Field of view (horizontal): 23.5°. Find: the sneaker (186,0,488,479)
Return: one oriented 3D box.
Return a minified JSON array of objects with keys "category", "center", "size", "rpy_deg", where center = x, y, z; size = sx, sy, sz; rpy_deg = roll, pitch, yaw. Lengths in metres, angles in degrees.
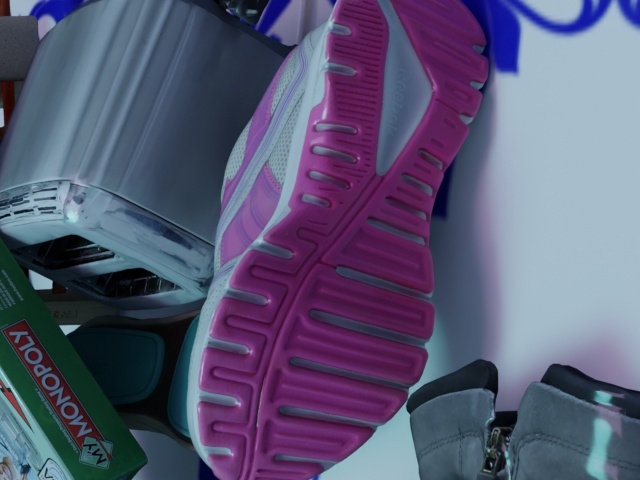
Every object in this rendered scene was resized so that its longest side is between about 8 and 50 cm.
[{"category":"sneaker","center":[0.000,0.000,0.738],"size":[0.111,0.103,0.252],"rpy_deg":[-20,47,67]}]

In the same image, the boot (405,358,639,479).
[{"category":"boot","center":[0.050,0.176,0.672],"size":[0.338,0.118,0.222],"rpy_deg":[-19,63,51]}]

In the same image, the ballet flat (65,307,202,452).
[{"category":"ballet flat","center":[-0.061,0.079,0.859],"size":[0.248,0.086,0.086],"rpy_deg":[4,90,53]}]

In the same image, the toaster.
[{"category":"toaster","center":[-0.098,-0.048,0.851],"size":[0.227,0.129,0.146],"rpy_deg":[-9,57,58]}]

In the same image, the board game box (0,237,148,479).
[{"category":"board game box","center":[-0.231,0.046,0.893],"size":[0.317,0.046,0.213],"rpy_deg":[54,143,13]}]

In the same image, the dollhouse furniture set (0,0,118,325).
[{"category":"dollhouse furniture set","center":[-0.213,-0.071,1.048],"size":[0.262,0.135,0.259],"rpy_deg":[120,146,-72]}]
